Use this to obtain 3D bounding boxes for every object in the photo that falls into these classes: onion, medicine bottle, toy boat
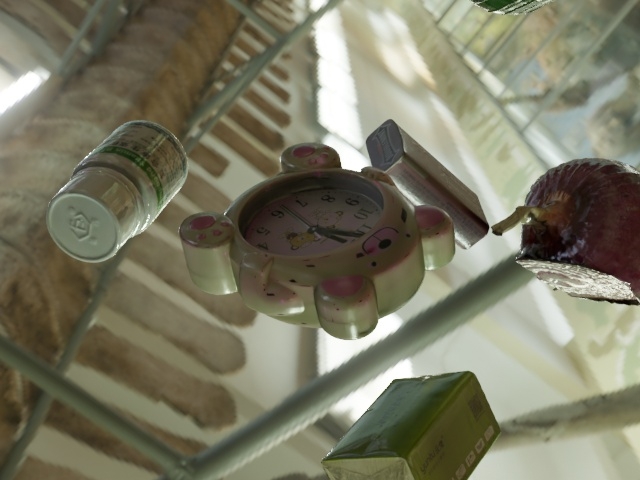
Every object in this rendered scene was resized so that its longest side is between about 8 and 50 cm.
[{"bbox_3d":[0.455,-0.024,1.766,0.256,0.230,0.272,16,162,25],"label":"onion"},{"bbox_3d":[-0.297,-0.074,1.572,0.139,0.139,0.237,38,-148,-5],"label":"medicine bottle"},{"bbox_3d":[0.235,-0.320,1.338,0.104,0.052,0.210,27,173,-14],"label":"toy boat"}]

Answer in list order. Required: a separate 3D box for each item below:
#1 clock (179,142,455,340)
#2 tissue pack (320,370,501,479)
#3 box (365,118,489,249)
[{"bbox_3d":[0.000,0.000,1.435,0.309,0.114,0.284,22,-135,37],"label":"clock"},{"bbox_3d":[0.171,0.380,1.978,0.274,0.200,0.167,-39,-72,-46],"label":"tissue pack"},{"bbox_3d":[0.172,-0.088,1.721,0.224,0.069,0.120,39,-156,-30],"label":"box"}]
